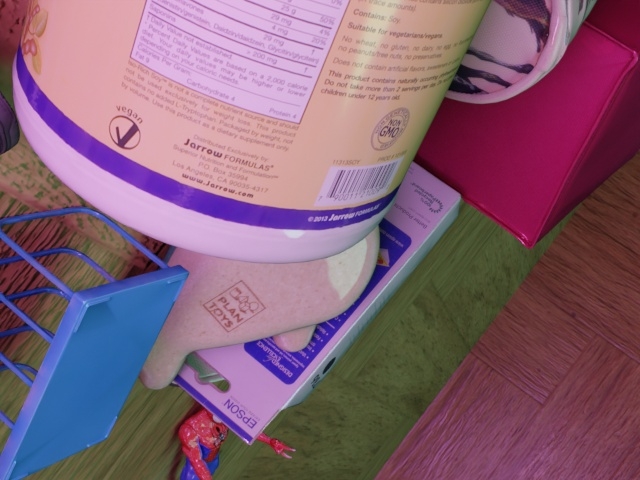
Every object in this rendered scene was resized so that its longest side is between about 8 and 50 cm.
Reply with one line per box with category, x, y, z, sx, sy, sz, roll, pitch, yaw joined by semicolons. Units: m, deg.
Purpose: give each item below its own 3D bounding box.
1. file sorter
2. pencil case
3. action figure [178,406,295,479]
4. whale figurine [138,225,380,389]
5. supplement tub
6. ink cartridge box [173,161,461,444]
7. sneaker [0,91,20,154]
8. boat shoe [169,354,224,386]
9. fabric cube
file sorter;-0.201;0.072;0.740;0.118;0.104;0.170;-17;140;-61
pencil case;0.174;-0.281;0.823;0.410;0.183;0.160;-51;175;-43
action figure;-0.128;0.310;1.297;0.091;0.139;0.280;-39;154;-40
whale figurine;-0.080;0.018;0.916;0.272;0.141;0.216;-37;122;5
supplement tub;-0.015;-0.180;0.525;0.241;0.241;0.331;-28;148;-52
ink cartridge box;-0.020;0.037;1.017;0.332;0.165;0.065;-48;163;-14
sneaker;-0.222;-0.082;0.510;0.089;0.051;0.170;-46;155;-22
boat shoe;-0.094;0.105;1.099;0.233;0.084;0.079;-28;173;-43
fabric cube;0.233;-0.199;1.056;0.258;0.259;0.254;-34;155;-42
